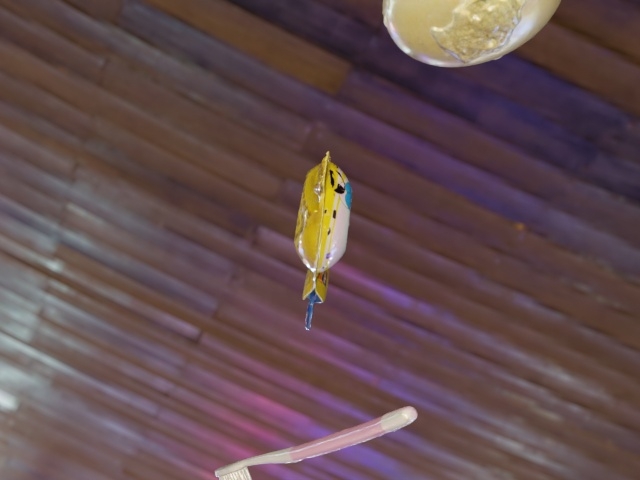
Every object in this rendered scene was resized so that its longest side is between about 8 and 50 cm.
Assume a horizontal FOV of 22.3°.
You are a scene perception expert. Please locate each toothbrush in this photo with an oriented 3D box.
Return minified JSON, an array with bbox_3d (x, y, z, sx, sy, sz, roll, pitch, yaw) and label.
[{"bbox_3d":[-0.009,0.190,1.460,0.286,0.020,0.025,-26,85,48],"label":"toothbrush"}]

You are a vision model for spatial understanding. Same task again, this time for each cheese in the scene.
[{"bbox_3d":[0.000,0.000,1.970,0.064,0.156,0.250,9,134,0],"label":"cheese"}]

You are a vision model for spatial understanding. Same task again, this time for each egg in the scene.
[{"bbox_3d":[0.155,-0.257,1.624,0.164,0.201,0.164,54,172,11],"label":"egg"}]
